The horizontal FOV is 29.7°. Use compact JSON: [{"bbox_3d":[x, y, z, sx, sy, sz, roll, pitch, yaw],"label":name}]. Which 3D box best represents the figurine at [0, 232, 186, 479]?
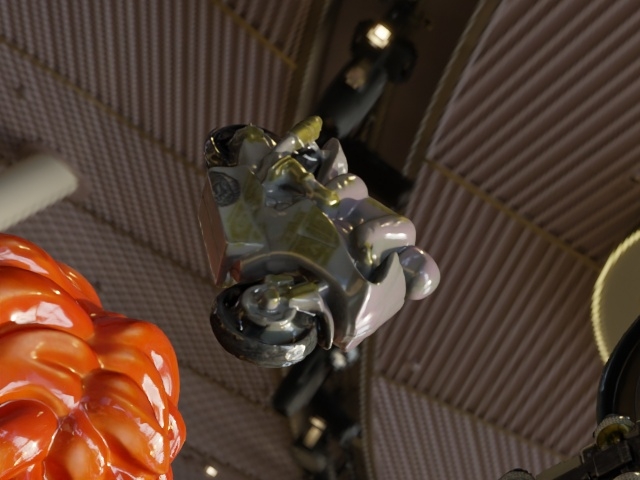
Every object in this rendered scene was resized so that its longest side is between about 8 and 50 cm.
[{"bbox_3d":[-0.240,0.177,0.822,0.241,0.306,0.412,31,-24,-8],"label":"figurine"}]

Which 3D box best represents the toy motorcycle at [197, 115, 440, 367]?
[{"bbox_3d":[0.000,0.000,0.775,0.152,0.225,0.073,7,-51,-13],"label":"toy motorcycle"}]

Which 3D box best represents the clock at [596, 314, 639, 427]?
[{"bbox_3d":[0.491,0.192,1.436,0.325,0.325,0.067,3,-24,41],"label":"clock"}]

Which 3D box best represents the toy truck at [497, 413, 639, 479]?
[{"bbox_3d":[0.216,0.254,1.052,0.227,0.098,0.114,-34,-68,19],"label":"toy truck"}]
